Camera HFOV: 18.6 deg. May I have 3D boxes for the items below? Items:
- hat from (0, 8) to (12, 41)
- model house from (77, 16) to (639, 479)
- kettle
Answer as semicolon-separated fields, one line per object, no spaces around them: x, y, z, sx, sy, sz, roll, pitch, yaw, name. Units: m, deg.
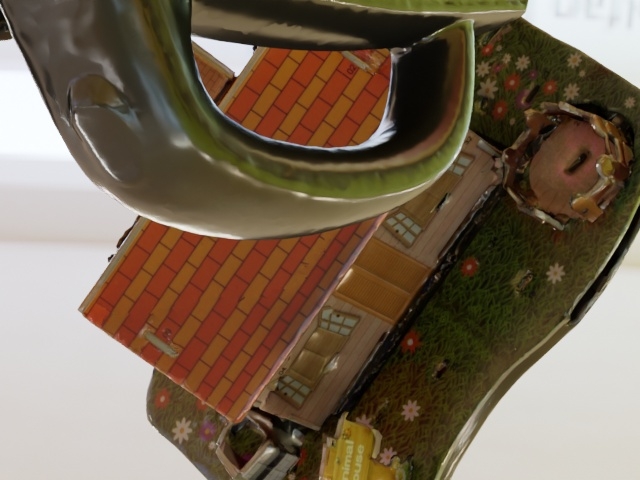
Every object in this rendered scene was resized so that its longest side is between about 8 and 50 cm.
-0.293;-0.282;1.204;0.336;0.238;0.209;23;-145;-43;hat
0.000;-0.001;0.945;0.154;0.294;0.207;28;-171;-48;model house
-0.021;-0.101;0.545;0.144;0.202;0.232;-12;-178;32;kettle
